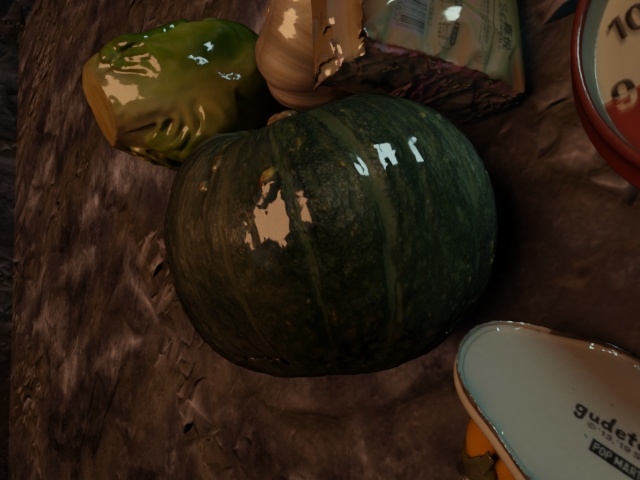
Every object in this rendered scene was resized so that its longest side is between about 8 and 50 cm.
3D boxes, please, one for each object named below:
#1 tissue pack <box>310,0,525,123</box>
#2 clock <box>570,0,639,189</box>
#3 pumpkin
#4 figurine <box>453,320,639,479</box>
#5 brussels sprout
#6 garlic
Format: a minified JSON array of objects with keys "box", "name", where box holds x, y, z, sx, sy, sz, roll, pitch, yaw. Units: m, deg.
[{"box":[0.096,-0.264,0.508,0.123,0.214,0.257,-15,73,59],"name":"tissue pack"},{"box":[0.323,-0.160,0.335,0.318,0.080,0.319,-22,61,48],"name":"clock"},{"box":[0.000,0.000,0.526,0.327,0.291,0.258,1,105,58],"name":"pumpkin"},{"box":[0.198,0.187,0.398,0.250,0.166,0.141,41,138,30],"name":"figurine"},{"box":[-0.202,-0.217,0.810,0.259,0.294,0.227,-18,87,63],"name":"brussels sprout"},{"box":[0.041,-0.226,0.631,0.226,0.199,0.199,37,114,13],"name":"garlic"}]
